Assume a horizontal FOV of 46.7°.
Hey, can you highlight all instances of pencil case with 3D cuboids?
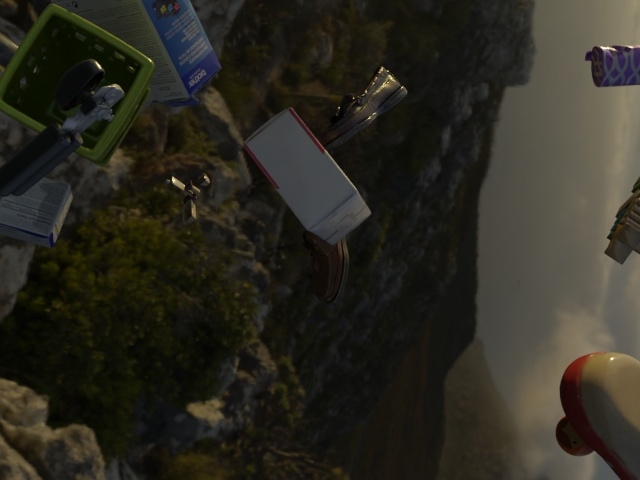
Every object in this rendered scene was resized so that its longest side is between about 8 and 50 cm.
[{"bbox_3d":[0.632,-0.349,1.442,0.086,0.206,0.088,84,2,-52],"label":"pencil case"}]

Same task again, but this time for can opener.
[{"bbox_3d":[-0.438,-0.179,1.227,0.280,0.093,0.074,-41,174,13],"label":"can opener"}]

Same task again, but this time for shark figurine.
[{"bbox_3d":[-0.677,-0.410,1.752,0.116,0.166,0.278,-42,147,-1],"label":"shark figurine"}]

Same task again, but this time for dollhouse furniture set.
[{"bbox_3d":[-0.313,-0.106,1.724,0.081,0.091,0.114,37,26,-37],"label":"dollhouse furniture set"}]

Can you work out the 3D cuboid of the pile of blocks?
[{"bbox_3d":[0.769,-0.053,1.732,0.362,0.112,0.149,-51,171,-28],"label":"pile of blocks"}]

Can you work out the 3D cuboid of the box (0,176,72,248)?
[{"bbox_3d":[-0.634,-0.070,1.641,0.072,0.126,0.137,121,-16,-64],"label":"box"}]

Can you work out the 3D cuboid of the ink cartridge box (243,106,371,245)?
[{"bbox_3d":[-0.017,-0.113,1.436,0.117,0.207,0.283,-39,170,3],"label":"ink cartridge box"}]

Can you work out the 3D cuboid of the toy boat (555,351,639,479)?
[{"bbox_3d":[0.389,0.257,1.004,0.231,0.151,0.151,48,45,-22],"label":"toy boat"}]

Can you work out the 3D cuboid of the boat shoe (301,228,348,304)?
[{"bbox_3d":[0.000,0.000,1.810,0.104,0.110,0.308,10,76,-37],"label":"boat shoe"}]

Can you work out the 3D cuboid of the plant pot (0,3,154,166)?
[{"bbox_3d":[-0.470,-0.286,1.461,0.227,0.228,0.207,-61,-175,-8],"label":"plant pot"}]

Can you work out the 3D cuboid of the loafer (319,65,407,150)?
[{"bbox_3d":[0.083,-0.304,1.693,0.302,0.109,0.095,-41,99,-39],"label":"loafer"}]

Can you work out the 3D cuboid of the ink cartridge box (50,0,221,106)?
[{"bbox_3d":[-0.408,-0.455,1.663,0.151,0.269,0.396,-53,132,-40],"label":"ink cartridge box"}]
